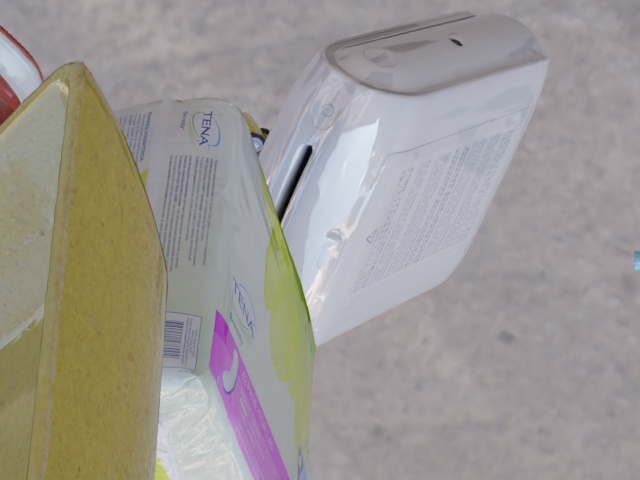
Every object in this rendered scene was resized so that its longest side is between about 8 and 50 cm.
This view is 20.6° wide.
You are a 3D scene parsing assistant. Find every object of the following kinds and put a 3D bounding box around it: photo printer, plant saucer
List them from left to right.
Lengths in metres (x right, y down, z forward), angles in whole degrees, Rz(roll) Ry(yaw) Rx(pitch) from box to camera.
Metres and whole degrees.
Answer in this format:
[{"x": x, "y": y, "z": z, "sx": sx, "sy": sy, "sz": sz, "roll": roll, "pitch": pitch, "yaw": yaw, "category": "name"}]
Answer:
[{"x": -0.163, "y": 0.143, "z": 0.731, "sx": 0.081, "sy": 0.332, "sz": 0.333, "roll": 22, "pitch": 141, "yaw": -30, "category": "plant saucer"}, {"x": 0.046, "y": -0.050, "z": 1.422, "sx": 0.107, "sy": 0.307, "sz": 0.256, "roll": 33, "pitch": 118, "yaw": 21, "category": "photo printer"}]

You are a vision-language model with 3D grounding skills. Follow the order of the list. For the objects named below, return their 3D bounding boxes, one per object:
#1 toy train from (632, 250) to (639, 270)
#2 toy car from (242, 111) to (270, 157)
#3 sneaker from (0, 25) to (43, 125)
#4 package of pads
[{"x": 0.381, "y": -0.010, "z": 1.700, "sx": 0.166, "sy": 0.125, "sz": 0.046, "roll": -5, "pitch": 159, "yaw": 3, "category": "toy train"}, {"x": 0.000, "y": 0.000, "z": 1.722, "sx": 0.239, "sy": 0.053, "sz": 0.225, "roll": 58, "pitch": -169, "yaw": 27, "category": "toy car"}, {"x": -0.273, "y": -0.115, "z": 1.011, "sx": 0.221, "sy": 0.128, "sz": 0.087, "roll": 40, "pitch": 156, "yaw": -19, "category": "sneaker"}, {"x": -0.074, "y": 0.078, "z": 1.147, "sx": 0.101, "sy": 0.229, "sz": 0.296, "roll": -4, "pitch": 141, "yaw": 9, "category": "package of pads"}]
